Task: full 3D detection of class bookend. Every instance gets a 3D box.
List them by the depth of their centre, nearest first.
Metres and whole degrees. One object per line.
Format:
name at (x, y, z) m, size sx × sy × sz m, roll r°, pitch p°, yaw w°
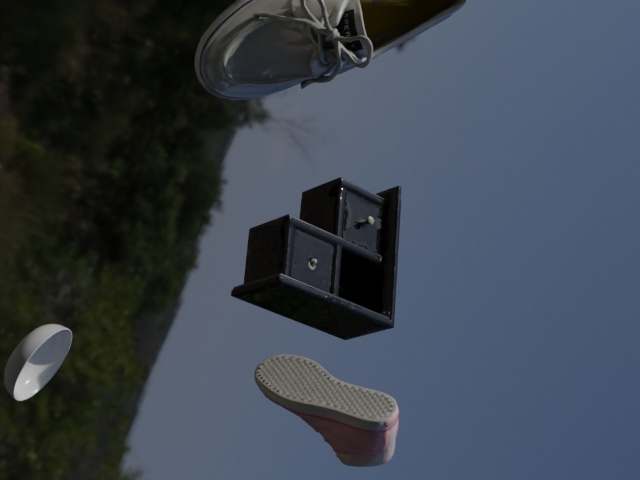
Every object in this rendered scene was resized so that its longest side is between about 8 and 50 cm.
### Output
bookend at (0.000, 0.000, 1.317) m, size 0.072 × 0.156 × 0.157 m, roll -19°, pitch -123°, yaw 43°

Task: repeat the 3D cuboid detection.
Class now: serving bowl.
serving bowl at (-0.276, 0.112, 1.266) m, size 0.083 × 0.027 × 0.083 m, roll -53°, pitch 166°, yaw -19°

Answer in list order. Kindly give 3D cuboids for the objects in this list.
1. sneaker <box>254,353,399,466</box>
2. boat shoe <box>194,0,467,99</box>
sneaker at (0.005, 0.145, 1.084) m, size 0.051 × 0.134 × 0.070 m, roll -45°, pitch 142°, yaw -39°
boat shoe at (0.024, -0.262, 1.641) m, size 0.156 × 0.367 × 0.135 m, roll -128°, pitch -161°, yaw -67°
